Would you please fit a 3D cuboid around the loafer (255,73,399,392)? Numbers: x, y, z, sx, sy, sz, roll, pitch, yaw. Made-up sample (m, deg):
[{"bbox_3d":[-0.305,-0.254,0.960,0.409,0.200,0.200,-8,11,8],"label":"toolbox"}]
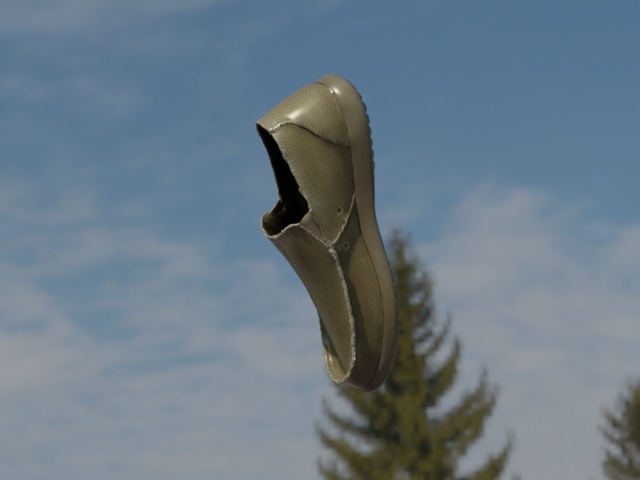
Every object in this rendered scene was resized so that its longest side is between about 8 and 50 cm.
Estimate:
[{"bbox_3d":[0.000,0.000,0.743,0.050,0.148,0.056,-12,11,-17],"label":"loafer"}]
